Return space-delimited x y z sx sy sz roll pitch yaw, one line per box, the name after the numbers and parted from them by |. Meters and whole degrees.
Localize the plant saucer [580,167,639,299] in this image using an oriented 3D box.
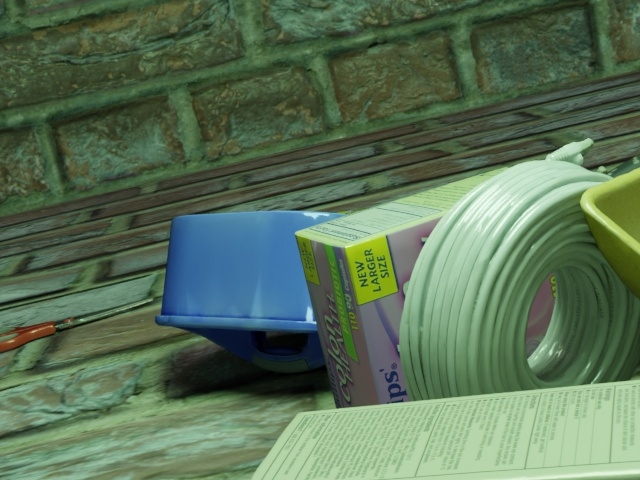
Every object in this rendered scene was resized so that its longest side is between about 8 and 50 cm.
0.410 0.047 0.844 0.332 0.081 0.333 -20 52 -34 | plant saucer

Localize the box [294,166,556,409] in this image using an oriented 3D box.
0.126 0.065 1.014 0.243 0.214 0.117 -17 13 -20 | box

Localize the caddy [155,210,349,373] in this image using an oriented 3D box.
-0.040 0.067 1.278 0.341 0.179 0.241 -2 -6 42 | caddy

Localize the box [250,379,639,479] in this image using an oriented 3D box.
0.120 0.181 0.720 0.311 0.121 0.148 -8 13 20 | box

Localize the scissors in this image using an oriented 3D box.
-0.411 0.138 1.689 0.297 0.021 0.109 -11 10 2 | scissors

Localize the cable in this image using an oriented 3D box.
0.181 0.062 0.898 0.257 0.257 0.089 -19 24 -35 | cable

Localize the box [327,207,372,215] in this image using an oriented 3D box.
0.000 0.000 1.817 0.159 0.044 0.233 -6 14 27 | box

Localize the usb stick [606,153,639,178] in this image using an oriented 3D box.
0.358 -0.048 1.476 0.278 0.045 0.077 -30 1 16 | usb stick
